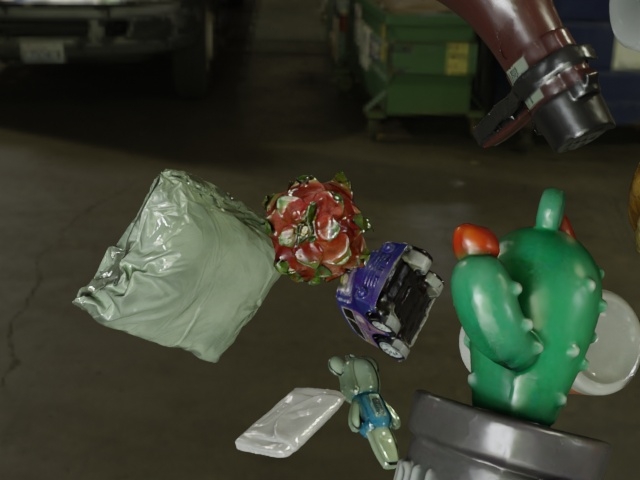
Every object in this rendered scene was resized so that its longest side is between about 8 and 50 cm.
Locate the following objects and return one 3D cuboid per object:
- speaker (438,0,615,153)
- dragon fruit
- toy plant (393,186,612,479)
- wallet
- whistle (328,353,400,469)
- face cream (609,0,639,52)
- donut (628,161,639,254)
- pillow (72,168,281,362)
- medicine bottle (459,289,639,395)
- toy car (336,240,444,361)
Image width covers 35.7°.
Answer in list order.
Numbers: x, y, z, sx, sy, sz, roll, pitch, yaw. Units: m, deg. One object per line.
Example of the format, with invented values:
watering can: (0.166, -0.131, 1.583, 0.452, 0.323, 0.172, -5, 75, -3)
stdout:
speaker: (0.270, -0.267, 1.458, 0.259, 0.329, 0.198, -27, -12, 37)
dragon fruit: (0.003, -0.003, 1.352, 0.137, 0.236, 0.135, -9, 61, 14)
toy plant: (0.172, 0.145, 0.904, 0.279, 0.400, 0.185, 25, -10, -40)
wallet: (-0.047, 0.298, 1.653, 0.124, 0.032, 0.183, -1, 26, 41)
whistle: (0.089, 0.310, 1.813, 0.114, 0.077, 0.236, 4, 50, -34)
face cream: (0.394, -0.244, 0.901, 0.187, 0.201, 0.201, 15, 18, -10)
donut: (0.601, -0.099, 1.310, 0.449, 0.449, 0.198, -11, 57, -31)
pillow: (-0.193, 0.039, 1.523, 0.310, 0.283, 0.138, 28, 16, -44)
medicine bottle: (0.311, 0.140, 1.374, 0.144, 0.144, 0.252, -7, -2, -23)
toy car: (0.115, 0.099, 1.819, 0.158, 0.235, 0.172, 18, 66, 27)
